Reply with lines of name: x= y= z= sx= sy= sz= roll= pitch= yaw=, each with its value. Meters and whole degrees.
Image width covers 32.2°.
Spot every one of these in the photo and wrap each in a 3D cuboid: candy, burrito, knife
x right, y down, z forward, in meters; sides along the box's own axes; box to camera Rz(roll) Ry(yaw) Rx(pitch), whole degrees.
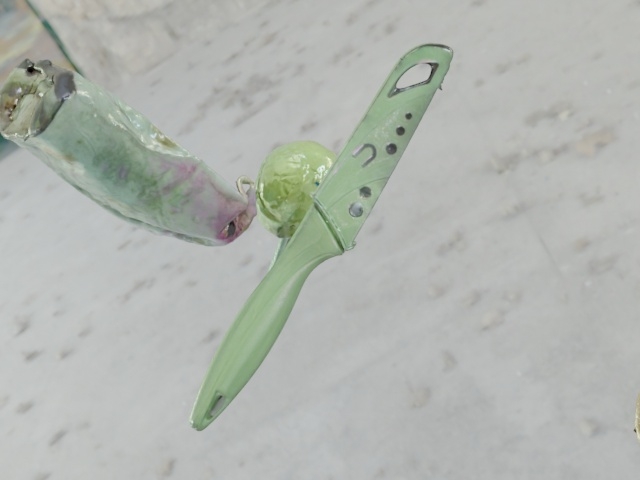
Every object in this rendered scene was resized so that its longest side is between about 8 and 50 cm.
candy: x=-0.040 y=0.003 z=1.141 sx=0.092 sy=0.093 sz=0.335 roll=-5 pitch=-25 yaw=-14
burrito: x=-0.158 y=-0.063 z=0.927 sx=0.089 sy=0.229 sz=0.144 roll=-59 pitch=35 yaw=-3
knife: x=0.000 y=0.000 z=0.706 sx=0.293 sy=0.043 sz=0.020 roll=-59 pitch=10 yaw=4

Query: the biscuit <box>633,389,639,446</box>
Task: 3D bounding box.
biscuit: x=0.458 y=0.234 z=1.417 sx=0.152 sy=0.152 sz=0.020 roll=-47 pitch=10 yaw=-29
